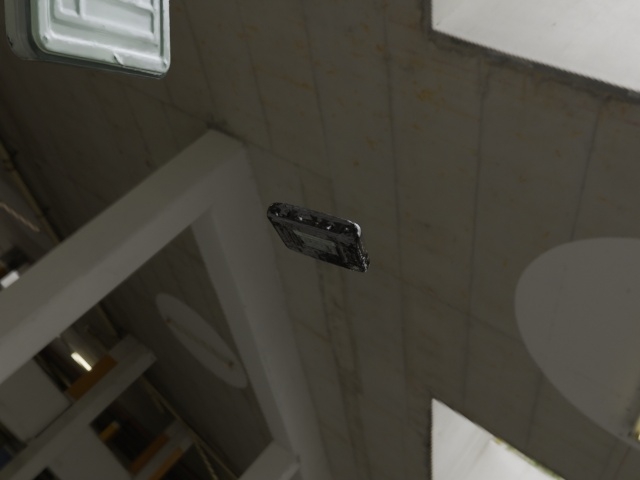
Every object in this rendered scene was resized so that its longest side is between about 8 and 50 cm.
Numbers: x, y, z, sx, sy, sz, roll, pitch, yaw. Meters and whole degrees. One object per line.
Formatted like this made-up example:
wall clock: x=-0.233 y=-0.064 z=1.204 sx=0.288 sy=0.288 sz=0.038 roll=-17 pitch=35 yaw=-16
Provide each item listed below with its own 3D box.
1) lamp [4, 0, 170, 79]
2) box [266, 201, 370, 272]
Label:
lamp: x=-0.278 y=-0.347 z=0.820 sx=0.047 sy=0.266 sz=0.269 roll=3 pitch=-82 yaw=21
box: x=0.000 y=0.000 z=0.853 sx=0.126 sy=0.027 sz=0.125 roll=16 pitch=-20 yaw=18
